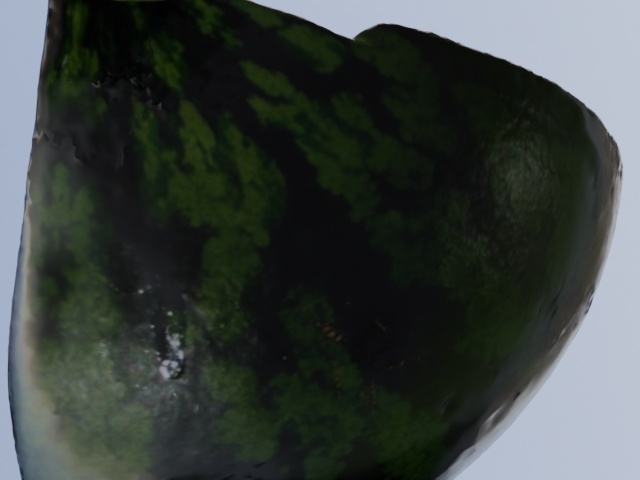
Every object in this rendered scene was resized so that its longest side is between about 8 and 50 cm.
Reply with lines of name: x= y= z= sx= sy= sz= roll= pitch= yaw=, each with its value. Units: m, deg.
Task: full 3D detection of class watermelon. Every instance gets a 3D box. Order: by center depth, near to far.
watermelon: x=0.007 y=0.011 z=0.496 sx=0.137 sy=0.145 sz=0.193 roll=-79 pitch=-6 yaw=-56
